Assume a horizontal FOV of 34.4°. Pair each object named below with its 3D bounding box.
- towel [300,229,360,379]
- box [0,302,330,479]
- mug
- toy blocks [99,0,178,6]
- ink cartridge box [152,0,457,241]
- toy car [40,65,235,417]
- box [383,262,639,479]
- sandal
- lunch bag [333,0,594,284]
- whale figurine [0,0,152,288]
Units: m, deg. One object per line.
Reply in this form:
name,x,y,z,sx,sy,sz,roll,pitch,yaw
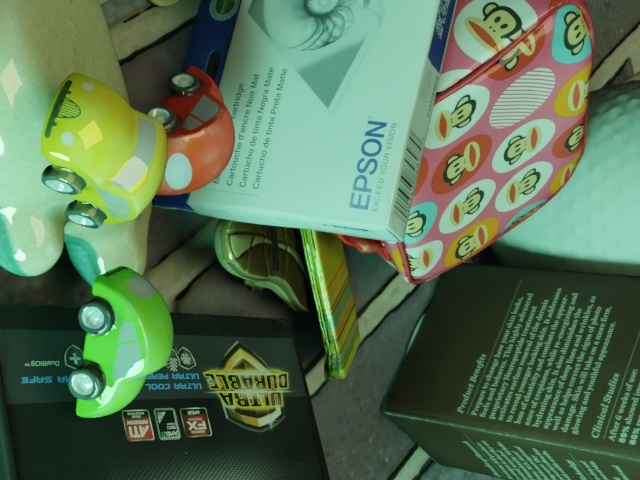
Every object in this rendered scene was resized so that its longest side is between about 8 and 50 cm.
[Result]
towel,0.000,0.000,0.936,0.102,0.021,0.237,-57,138,-71
box,-0.105,0.196,0.731,0.295,0.073,0.293,10,57,-48
mug,0.380,-0.074,1.146,0.374,0.328,0.276,-57,130,-30
toy blocks,-0.097,-0.204,0.745,0.123,0.148,0.054,-14,103,-46
ink cartridge box,-0.023,-0.121,0.775,0.045,0.224,0.223,36,64,-62
toy car,-0.109,0.007,0.645,0.239,0.053,0.225,-39,140,-75
box,0.272,0.143,1.000,0.143,0.381,0.191,49,58,-40
sandal,-0.052,0.017,0.875,0.180,0.049,0.072,31,55,-64
lunch bag,0.109,-0.084,0.905,0.258,0.120,0.293,-36,151,-10
whale figurine,-0.197,-0.065,0.673,0.272,0.141,0.216,70,15,-54
